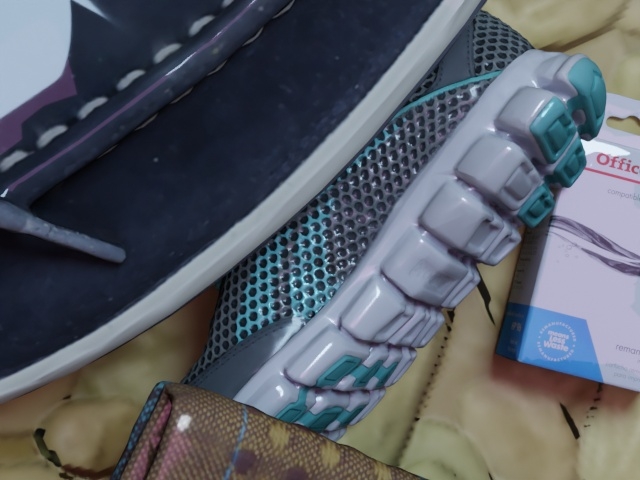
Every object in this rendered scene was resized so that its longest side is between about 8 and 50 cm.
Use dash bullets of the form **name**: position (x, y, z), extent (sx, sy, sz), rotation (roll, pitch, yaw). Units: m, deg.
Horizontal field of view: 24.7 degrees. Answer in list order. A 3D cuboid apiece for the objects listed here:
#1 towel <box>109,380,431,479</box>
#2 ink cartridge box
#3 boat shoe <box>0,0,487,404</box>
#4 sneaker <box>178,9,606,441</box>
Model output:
- **towel**: position (0.002, 0.249, 0.378), extent (0.271, 0.040, 0.370), rotation (24, 86, -22)
- **ink cartridge box**: position (0.085, -0.001, 0.417), extent (0.048, 0.028, 0.083), rotation (14, 88, -6)
- **boat shoe**: position (-0.167, -0.033, 0.315), extent (0.500, 0.156, 0.187), rotation (-24, 75, -5)
- **sneaker**: position (0.000, 0.000, 0.400), extent (0.166, 0.065, 0.076), rotation (-48, 66, 5)
